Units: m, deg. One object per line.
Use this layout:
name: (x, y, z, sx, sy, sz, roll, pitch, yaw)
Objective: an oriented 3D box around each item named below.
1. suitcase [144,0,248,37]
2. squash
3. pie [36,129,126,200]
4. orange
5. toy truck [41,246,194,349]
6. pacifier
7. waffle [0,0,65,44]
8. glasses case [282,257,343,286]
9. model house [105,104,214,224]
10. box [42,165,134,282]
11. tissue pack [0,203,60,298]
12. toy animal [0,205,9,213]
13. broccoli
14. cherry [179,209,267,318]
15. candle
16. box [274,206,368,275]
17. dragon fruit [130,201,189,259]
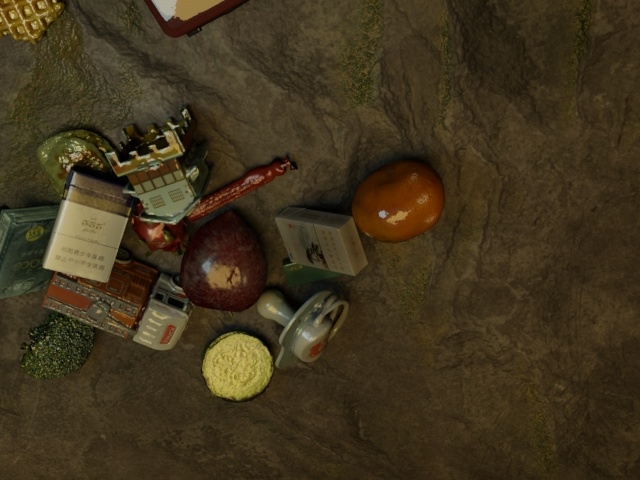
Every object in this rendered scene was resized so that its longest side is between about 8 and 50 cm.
suitcase: (-0.253, -0.597, 1.545, 0.297, 0.161, 0.236, -25, 115, 14)
squash: (-0.245, 0.360, 2.135, 0.220, 0.133, 0.220, -2, 105, -6)
pie: (-0.603, -0.166, 1.829, 0.201, 0.090, 0.247, -18, 121, 7)
orange: (0.196, -0.093, 1.789, 0.240, 0.240, 0.171, -19, 123, 11)
toy truck: (-0.536, 0.155, 1.943, 0.388, 0.207, 0.173, 24, 117, -13)
pacifier: (-0.073, 0.213, 2.010, 0.233, 0.244, 0.299, 34, 144, 16)
waffle: (-0.698, -0.578, 1.620, 0.245, 0.052, 0.254, 29, 116, -14)
glasses case: (-0.009, 0.071, 1.990, 0.184, 0.039, 0.077, -14, 119, 8)
model house: (-0.374, -0.178, 1.745, 0.199, 0.224, 0.215, -19, 117, 10)
box: (-0.573, -0.039, 1.785, 0.168, 0.071, 0.259, 18, 96, -23)
tissue pack: (-0.774, 0.025, 1.889, 0.081, 0.185, 0.257, 42, 118, 23)
toy animal: (-0.845, -0.034, 1.898, 0.062, 0.108, 0.220, -31, 146, 15)
broccoli: (-0.744, 0.285, 2.042, 0.176, 0.198, 0.226, -3, 93, 40)
cherry: (-0.254, 0.067, 1.901, 0.230, 0.203, 0.300, 6, 105, -1)
candle: (-0.215, -0.137, 1.871, 0.329, 0.048, 0.051, -26, 75, 14)
box: (-0.001, 0.000, 1.863, 0.233, 0.067, 0.149, 11, 129, 42)
dragon fruit: (-0.415, -0.018, 1.896, 0.137, 0.135, 0.235, -13, 137, 1)
